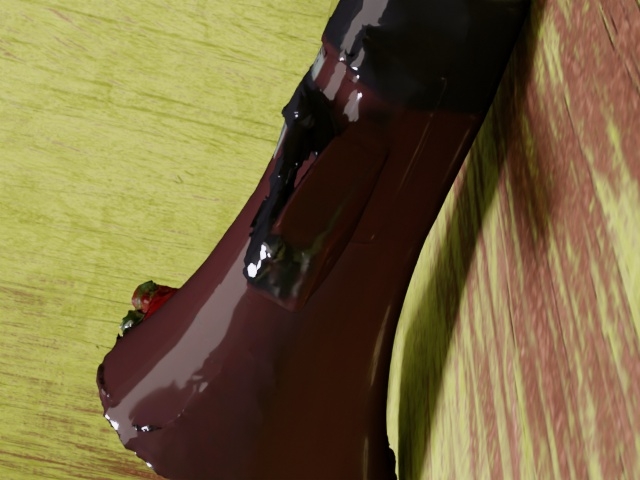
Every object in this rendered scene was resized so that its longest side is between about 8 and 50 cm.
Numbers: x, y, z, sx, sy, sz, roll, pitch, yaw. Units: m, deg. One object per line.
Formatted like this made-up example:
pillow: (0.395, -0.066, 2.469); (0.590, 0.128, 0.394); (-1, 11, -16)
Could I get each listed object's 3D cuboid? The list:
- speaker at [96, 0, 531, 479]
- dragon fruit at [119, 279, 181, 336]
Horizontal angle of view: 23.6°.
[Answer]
speaker: (-0.019, -0.003, 0.851); (0.259, 0.198, 0.329); (-19, -42, -46)
dragon fruit: (-0.062, 0.123, 1.122); (0.269, 0.200, 0.198); (-89, 9, -62)
